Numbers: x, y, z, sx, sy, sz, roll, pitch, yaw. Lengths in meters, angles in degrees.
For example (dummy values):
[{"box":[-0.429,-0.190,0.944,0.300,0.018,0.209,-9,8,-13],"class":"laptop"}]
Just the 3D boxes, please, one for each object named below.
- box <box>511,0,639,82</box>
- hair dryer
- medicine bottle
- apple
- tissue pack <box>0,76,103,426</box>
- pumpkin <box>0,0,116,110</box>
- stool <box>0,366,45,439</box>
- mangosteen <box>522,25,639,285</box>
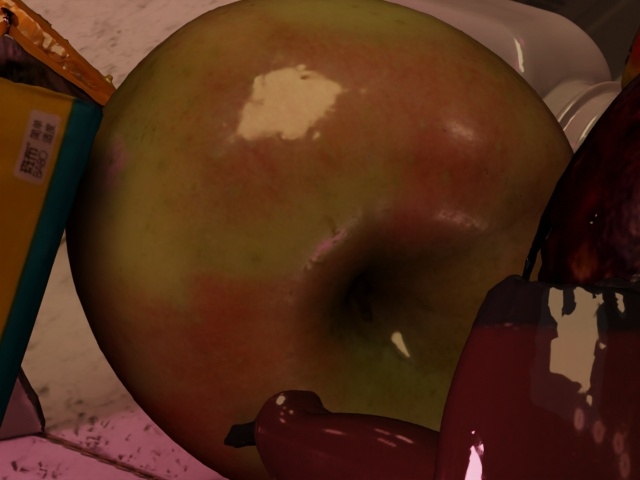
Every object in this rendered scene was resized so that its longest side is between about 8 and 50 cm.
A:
[{"box":[0.175,-0.221,1.445,0.367,0.090,0.373,22,47,36],"class":"box"},{"box":[0.045,0.162,0.764,0.123,0.313,0.340,2,2,-34],"class":"hair dryer"},{"box":[0.104,-0.088,1.196,0.124,0.179,0.324,-15,29,-42],"class":"medicine bottle"},{"box":[0.000,0.000,1.022,0.319,0.319,0.277,-18,18,-10],"class":"apple"},{"box":[-0.234,0.038,0.937,0.134,0.271,0.192,18,-7,-14],"class":"tissue pack"},{"box":[-0.258,-0.111,1.398,0.148,0.169,0.312,-45,24,6],"class":"pumpkin"},{"box":[-0.345,0.024,1.182,0.269,0.170,0.244,-10,38,-1],"class":"stool"},{"box":[0.298,0.026,0.847,0.381,0.381,0.421,4,44,18],"class":"mangosteen"}]
